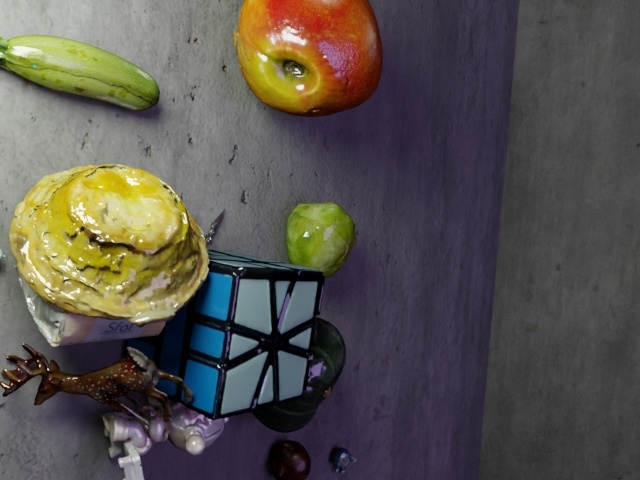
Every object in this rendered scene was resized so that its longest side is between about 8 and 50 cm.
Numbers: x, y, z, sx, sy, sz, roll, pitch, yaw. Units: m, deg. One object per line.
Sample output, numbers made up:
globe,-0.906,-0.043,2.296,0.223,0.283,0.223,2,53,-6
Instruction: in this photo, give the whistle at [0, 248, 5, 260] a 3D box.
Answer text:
whistle,-0.538,0.019,0.911,0.100,0.035,0.035,12,87,-53

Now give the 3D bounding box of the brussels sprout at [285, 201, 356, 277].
brussels sprout,0.000,0.000,1.544,0.223,0.161,0.223,-6,98,-47

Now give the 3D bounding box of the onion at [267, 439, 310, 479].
onion,-0.080,0.606,1.596,0.118,0.118,0.117,-23,118,-50

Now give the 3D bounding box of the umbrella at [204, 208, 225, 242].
umbrella,-0.244,-0.023,1.330,0.022,0.013,0.122,45,59,-23

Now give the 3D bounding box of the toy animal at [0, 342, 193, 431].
toy animal,-0.375,0.236,1.005,0.260,0.243,0.087,49,21,-33

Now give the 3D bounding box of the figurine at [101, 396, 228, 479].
figurine,-0.293,0.378,1.177,0.256,0.182,0.145,-11,92,-33

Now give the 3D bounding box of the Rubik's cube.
Rubik's cube,-0.193,0.171,1.204,0.293,0.283,0.289,11,88,-58

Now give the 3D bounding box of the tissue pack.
tissue pack,-0.389,0.086,1.014,0.090,0.186,0.222,-49,151,20

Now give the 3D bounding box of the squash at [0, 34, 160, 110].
squash,-0.405,-0.288,0.992,0.341,0.094,0.095,6,91,-54

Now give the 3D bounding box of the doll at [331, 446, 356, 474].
doll,0.065,0.694,1.859,0.076,0.050,0.083,-44,133,-18

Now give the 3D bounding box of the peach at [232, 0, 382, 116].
peach,-0.019,-0.445,1.331,0.372,0.372,0.290,-41,160,-43

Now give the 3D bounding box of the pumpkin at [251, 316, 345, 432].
pumpkin,-0.065,0.321,1.448,0.300,0.207,0.300,-59,167,-22

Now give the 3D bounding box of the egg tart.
egg tart,-0.326,-0.021,0.972,0.341,0.341,0.129,-20,153,-51
